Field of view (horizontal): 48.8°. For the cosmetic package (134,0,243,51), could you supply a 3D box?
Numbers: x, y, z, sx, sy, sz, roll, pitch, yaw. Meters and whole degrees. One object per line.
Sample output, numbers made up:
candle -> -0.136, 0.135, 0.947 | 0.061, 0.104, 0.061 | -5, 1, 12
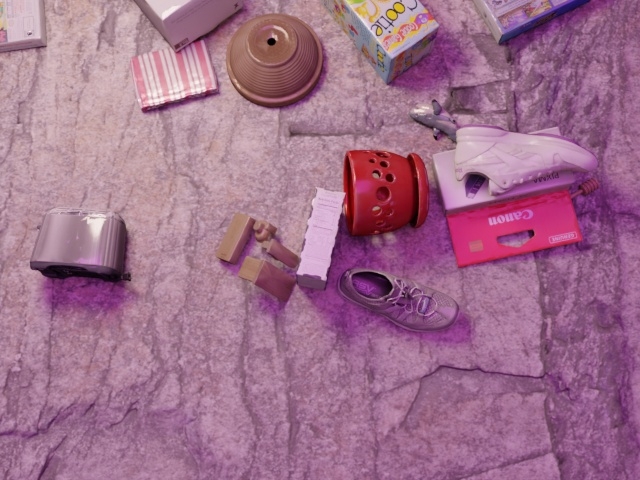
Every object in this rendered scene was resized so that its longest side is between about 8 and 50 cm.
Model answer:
cosmetic package -> -0.384, -0.674, 1.695 | 0.217, 0.156, 0.385 | -39, 76, -8

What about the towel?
towel -> -0.356, -0.401, 1.712 | 0.196, 0.029, 0.144 | -15, 76, -3

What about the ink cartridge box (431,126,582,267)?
ink cartridge box -> 0.426, -0.099, 1.604 | 0.296, 0.066, 0.261 | -13, 77, 4

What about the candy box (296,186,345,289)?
candy box -> 0.000, 0.000, 1.551 | 0.070, 0.165, 0.196 | 12, 78, 1

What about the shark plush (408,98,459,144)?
shark plush -> 0.288, -0.269, 1.677 | 0.161, 0.073, 0.067 | 42, 102, -12

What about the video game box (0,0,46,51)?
video game box -> -0.781, -0.568, 1.741 | 0.186, 0.048, 0.205 | -7, 78, -3

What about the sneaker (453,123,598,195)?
sneaker -> 0.441, -0.164, 1.541 | 0.304, 0.114, 0.152 | 10, 92, 13

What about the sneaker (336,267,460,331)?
sneaker -> 0.169, 0.131, 1.547 | 0.281, 0.115, 0.105 | 14, 79, 4

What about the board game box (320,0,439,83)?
board game box -> 0.135, -0.540, 1.673 | 0.142, 0.144, 0.275 | -36, 81, -7

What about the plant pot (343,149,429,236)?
plant pot -> 0.144, -0.109, 1.561 | 0.174, 0.191, 0.191 | -5, 78, -3

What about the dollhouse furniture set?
dollhouse furniture set -> -0.136, 0.037, 1.617 | 0.151, 0.123, 0.144 | 16, 76, 40

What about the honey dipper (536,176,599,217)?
honey dipper -> 0.570, -0.096, 1.635 | 0.160, 0.030, 0.031 | -29, 79, -1

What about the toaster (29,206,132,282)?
toaster -> -0.527, 0.010, 1.577 | 0.226, 0.129, 0.147 | 3, 76, 3

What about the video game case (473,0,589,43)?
video game case -> 0.499, -0.647, 1.731 | 0.269, 0.061, 0.244 | -26, 78, -4

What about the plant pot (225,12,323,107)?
plant pot -> -0.112, -0.446, 1.675 | 0.237, 0.110, 0.238 | 0, 79, 1
